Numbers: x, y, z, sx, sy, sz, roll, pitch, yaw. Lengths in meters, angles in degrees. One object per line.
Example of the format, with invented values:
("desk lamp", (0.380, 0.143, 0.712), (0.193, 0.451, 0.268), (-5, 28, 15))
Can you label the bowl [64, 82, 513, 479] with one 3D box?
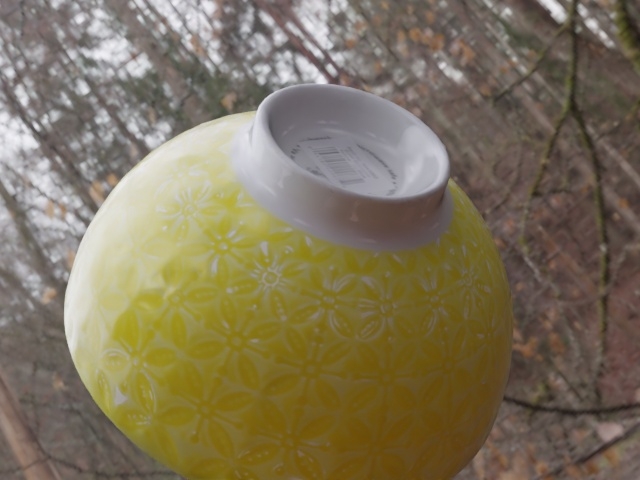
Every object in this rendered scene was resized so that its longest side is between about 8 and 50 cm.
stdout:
("bowl", (0.000, 0.000, 0.593), (0.289, 0.289, 0.156), (-21, -38, -41))
